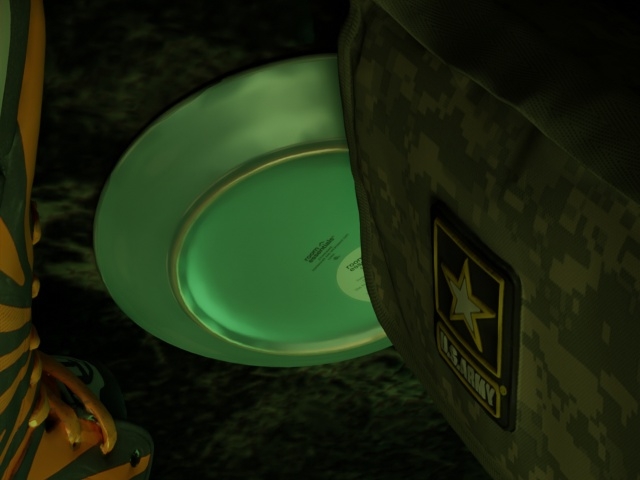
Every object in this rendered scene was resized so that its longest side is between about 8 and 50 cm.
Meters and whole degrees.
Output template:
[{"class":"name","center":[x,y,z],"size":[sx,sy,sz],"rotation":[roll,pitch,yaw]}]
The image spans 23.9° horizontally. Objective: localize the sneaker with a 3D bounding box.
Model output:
[{"class":"sneaker","center":[-0.139,0.031,0.572],"size":[0.180,0.125,0.321],"rotation":[-9,125,-57]}]

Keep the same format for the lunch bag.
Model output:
[{"class":"lunch bag","center":[0.131,0.033,0.526],"size":[0.169,0.235,0.287],"rotation":[-44,128,3]}]

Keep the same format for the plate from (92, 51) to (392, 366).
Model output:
[{"class":"plate","center":[0.000,0.000,0.631],"size":[0.188,0.024,0.188],"rotation":[-7,137,-7]}]
